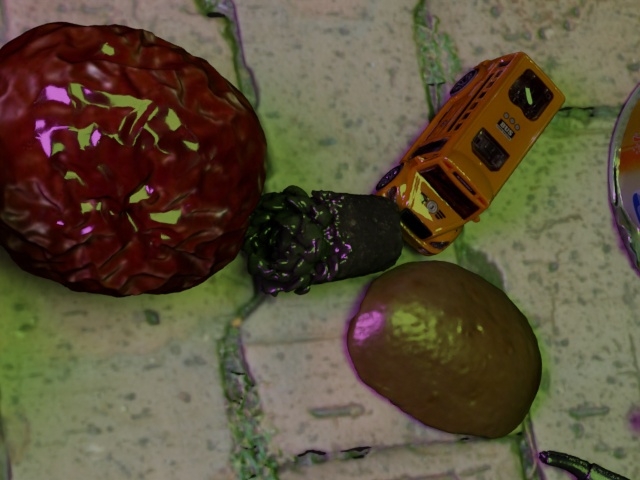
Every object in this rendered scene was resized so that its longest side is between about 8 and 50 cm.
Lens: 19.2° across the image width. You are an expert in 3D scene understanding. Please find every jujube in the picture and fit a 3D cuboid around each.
[{"bbox_3d":[-0.164,-0.058,1.484,0.232,0.213,0.213,14,73,-24],"label":"jujube"}]

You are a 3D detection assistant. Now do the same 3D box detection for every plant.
[{"bbox_3d":[0.000,0.000,1.627,0.143,0.092,0.094,-1,88,-34],"label":"plant"}]

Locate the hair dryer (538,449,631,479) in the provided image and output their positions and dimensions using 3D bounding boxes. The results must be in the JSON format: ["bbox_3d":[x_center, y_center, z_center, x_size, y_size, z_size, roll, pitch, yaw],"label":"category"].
[{"bbox_3d":[0.278,0.271,1.745,0.219,0.075,0.195,37,74,-6],"label":"hair dryer"}]

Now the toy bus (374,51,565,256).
[{"bbox_3d":[0.136,-0.080,1.711,0.083,0.088,0.194,45,63,-14],"label":"toy bus"}]

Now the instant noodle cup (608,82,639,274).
[{"bbox_3d":[0.453,-0.070,1.808,0.296,0.214,0.296,6,76,-27],"label":"instant noodle cup"}]

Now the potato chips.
[{"bbox_3d":[0.123,0.095,1.694,0.202,0.049,0.150,34,71,-25],"label":"potato chips"}]
